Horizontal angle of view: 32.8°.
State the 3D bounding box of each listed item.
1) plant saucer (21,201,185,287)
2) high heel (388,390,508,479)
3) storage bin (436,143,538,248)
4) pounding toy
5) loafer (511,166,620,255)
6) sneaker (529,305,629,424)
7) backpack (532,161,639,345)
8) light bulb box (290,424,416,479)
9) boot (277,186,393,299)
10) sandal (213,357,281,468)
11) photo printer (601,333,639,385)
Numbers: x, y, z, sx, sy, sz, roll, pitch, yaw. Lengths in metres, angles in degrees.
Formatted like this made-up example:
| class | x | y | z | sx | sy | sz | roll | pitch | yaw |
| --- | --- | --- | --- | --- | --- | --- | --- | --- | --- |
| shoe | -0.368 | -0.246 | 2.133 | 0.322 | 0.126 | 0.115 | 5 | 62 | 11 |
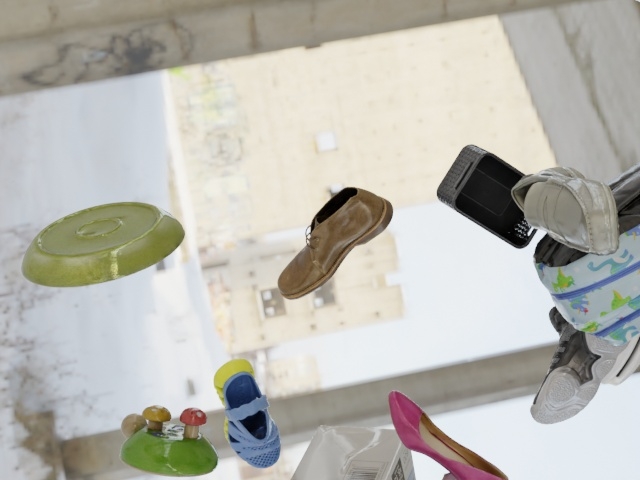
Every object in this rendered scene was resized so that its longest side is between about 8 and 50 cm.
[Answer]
| class | x | y | z | sx | sy | sz | roll | pitch | yaw |
| --- | --- | --- | --- | --- | --- | --- | --- | --- | --- |
| plant saucer | -0.317 | -0.004 | 1.568 | 0.241 | 0.240 | 0.037 | -114 | -167 | -65 |
| high heel | 0.217 | 0.344 | 1.866 | 0.244 | 0.117 | 0.082 | 58 | 32 | -7 |
| storage bin | 0.317 | -0.080 | 1.972 | 0.122 | 0.180 | 0.084 | -58 | -160 | 5 |
| pounding toy | -0.278 | 0.351 | 2.024 | 0.237 | 0.182 | 0.110 | -152 | -110 | -74 |
| loafer | 0.356 | -0.041 | 1.590 | 0.319 | 0.111 | 0.112 | -98 | -179 | -79 |
| sneaker | 0.479 | 0.219 | 2.086 | 0.269 | 0.101 | 0.153 | -56 | -154 | 14 |
| backpack | 0.519 | -0.001 | 1.738 | 0.290 | 0.355 | 0.273 | -117 | -175 | -73 |
| light bulb box | 0.071 | 0.660 | 2.399 | 0.358 | 0.225 | 0.361 | -55 | 139 | -55 |
| boot | 0.000 | 0.000 | 2.193 | 0.115 | 0.305 | 0.112 | 27 | 30 | -38 |
| sandal | -0.161 | 0.430 | 2.533 | 0.138 | 0.126 | 0.317 | 48 | -18 | 50 |
| photo printer | 0.628 | 0.141 | 2.344 | 0.308 | 0.107 | 0.256 | -99 | -159 | -53 |
